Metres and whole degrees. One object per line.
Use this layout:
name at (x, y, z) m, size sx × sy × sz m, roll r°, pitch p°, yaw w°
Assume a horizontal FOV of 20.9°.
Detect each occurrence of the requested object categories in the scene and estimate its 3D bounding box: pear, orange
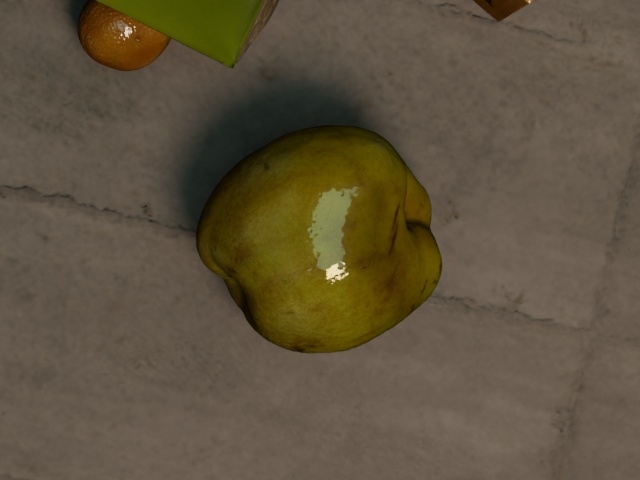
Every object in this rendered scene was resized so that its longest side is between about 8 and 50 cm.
pear at (0.000, 0.000, 1.461) m, size 0.200 × 0.200 × 0.200 m, roll 0°, pitch 91°, yaw -5°
orange at (-0.167, -0.183, 1.497) m, size 0.085 × 0.085 × 0.085 m, roll 0°, pitch 91°, yaw -5°

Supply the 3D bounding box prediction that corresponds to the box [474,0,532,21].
box at (0.218, -0.302, 1.487) m, size 0.070 × 0.152 × 0.237 m, roll 43°, pitch 88°, yaw -3°

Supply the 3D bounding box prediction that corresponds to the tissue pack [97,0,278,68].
tissue pack at (-0.140, -0.302, 1.423) m, size 0.274 × 0.167 × 0.200 m, roll 27°, pitch 115°, yaw 0°
